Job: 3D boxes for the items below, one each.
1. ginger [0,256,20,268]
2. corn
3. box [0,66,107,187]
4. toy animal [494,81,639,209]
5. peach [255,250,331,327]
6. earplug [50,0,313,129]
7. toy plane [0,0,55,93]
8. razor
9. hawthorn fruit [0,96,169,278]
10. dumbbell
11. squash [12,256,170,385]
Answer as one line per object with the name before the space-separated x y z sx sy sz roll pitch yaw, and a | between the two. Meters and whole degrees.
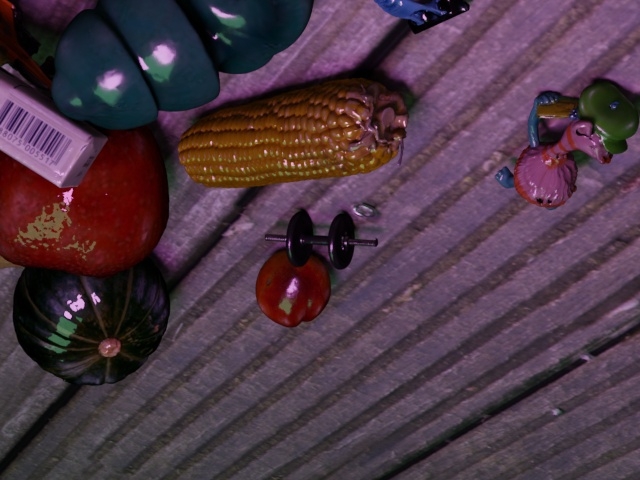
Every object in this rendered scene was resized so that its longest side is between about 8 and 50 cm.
ginger | -0.463 -0.059 2.341 0.267 0.152 0.138 41 174 -8
corn | -0.034 -0.111 2.059 0.305 0.106 0.106 -9 143 43
box | -0.354 -0.152 1.973 0.259 0.071 0.168 34 -178 -3
toy animal | 0.250 -0.098 1.967 0.103 0.100 0.208 55 156 10
peach | -0.036 0.059 2.378 0.100 0.101 0.101 12 152 7
earplug | -0.143 -0.206 1.880 0.164 0.280 0.257 57 176 -15
toy plane | -0.329 -0.210 2.064 0.188 0.062 0.135 31 148 0
razor | 0.029 -0.272 1.800 0.253 0.042 0.082 35 148 -29
hawthorn fruit | -0.276 -0.075 2.151 0.230 0.210 0.266 23 140 -6
dumbbell | 0.000 0.000 2.276 0.147 0.069 0.069 3 149 24
squash | -0.303 0.091 2.473 0.172 0.218 0.218 40 173 44
